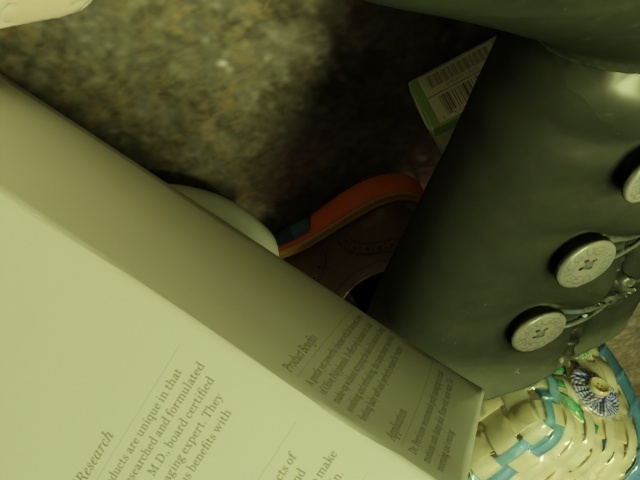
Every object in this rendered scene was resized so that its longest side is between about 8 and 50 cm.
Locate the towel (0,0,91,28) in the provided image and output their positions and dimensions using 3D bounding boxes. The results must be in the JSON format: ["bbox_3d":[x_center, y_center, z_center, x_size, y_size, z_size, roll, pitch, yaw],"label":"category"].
[{"bbox_3d":[-0.184,-0.157,0.453,0.317,0.053,0.332,-20,174,-32],"label":"towel"}]

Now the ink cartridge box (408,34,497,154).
[{"bbox_3d":[0.185,-0.087,0.924,0.171,0.056,0.235,-28,149,7],"label":"ink cartridge box"}]

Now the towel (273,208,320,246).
[{"bbox_3d":[0.000,0.000,0.955,0.119,0.029,0.067,-28,143,8],"label":"towel"}]

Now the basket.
[{"bbox_3d":[0.239,0.202,1.174,0.201,0.254,0.289,-39,132,19],"label":"basket"}]

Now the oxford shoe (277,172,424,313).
[{"bbox_3d":[-0.018,0.060,0.911,0.271,0.098,0.097,-39,140,21],"label":"oxford shoe"}]

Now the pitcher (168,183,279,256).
[{"bbox_3d":[-0.151,0.025,0.839,0.207,0.125,0.178,10,156,-25],"label":"pitcher"}]

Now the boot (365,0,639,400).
[{"bbox_3d":[0.088,-0.055,0.643,0.367,0.146,0.445,-5,149,-18],"label":"boot"}]

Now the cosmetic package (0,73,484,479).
[{"bbox_3d":[-0.106,0.059,0.611,0.155,0.365,0.197,-59,173,12],"label":"cosmetic package"}]
